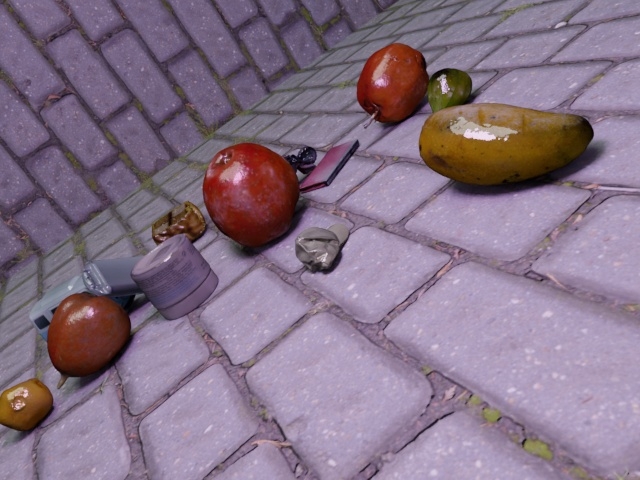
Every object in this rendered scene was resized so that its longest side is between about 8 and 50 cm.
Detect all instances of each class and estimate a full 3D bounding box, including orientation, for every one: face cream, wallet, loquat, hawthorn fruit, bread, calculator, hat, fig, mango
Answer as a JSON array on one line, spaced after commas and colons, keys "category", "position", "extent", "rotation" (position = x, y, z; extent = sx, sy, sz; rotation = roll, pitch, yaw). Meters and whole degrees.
[{"category": "face cream", "position": [-0.376, 0.091, 1.596], "extent": [0.177, 0.153, 0.177], "rotation": [-27, 23, 12]}, {"category": "wallet", "position": [0.025, -0.225, 1.864], "extent": [0.119, 0.025, 0.232], "rotation": [-12, 31, 40]}, {"category": "loquat", "position": [-0.713, 0.395, 1.490], "extent": [0.137, 0.113, 0.137], "rotation": [-50, 9, 10]}, {"category": "hawthorn fruit", "position": [-0.595, 0.252, 1.543], "extent": [0.199, 0.199, 0.251], "rotation": [-11, 45, 42]}, {"category": "bread", "position": [-0.475, -0.046, 2.074], "extent": [0.181, 0.096, 0.222], "rotation": [-36, 21, -6]}, {"category": "hawthorn fruit", "position": [-0.179, -0.122, 1.647], "extent": [0.284, 0.284, 0.284], "rotation": [-28, 23, 13]}, {"category": "calculator", "position": [-0.548, 0.101, 1.756], "extent": [0.246, 0.045, 0.141], "rotation": [-7, 40, -43]}, {"category": "hawthorn fruit", "position": [0.205, -0.449, 1.869], "extent": [0.211, 0.211, 0.299], "rotation": [-4, 50, 50]}, {"category": "hat", "position": [0.005, 0.002, 1.383], "extent": [0.122, 0.081, 0.166], "rotation": [-10, 22, 39]}, {"category": "fig", "position": [0.350, -0.391, 1.694], "extent": [0.123, 0.123, 0.156], "rotation": [-3, 76, 51]}, {"category": "mango", "position": [0.347, -0.184, 1.205], "extent": [0.329, 0.175, 0.177], "rotation": [21, 78, 41]}]

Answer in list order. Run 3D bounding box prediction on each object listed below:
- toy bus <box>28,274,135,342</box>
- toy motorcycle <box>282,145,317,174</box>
[{"category": "toy bus", "position": [-0.696, 0.191, 1.799], "extent": [0.271, 0.165, 0.133], "rotation": [-28, 23, 13]}, {"category": "toy motorcycle", "position": [-0.095, -0.204, 1.896], "extent": [0.213, 0.122, 0.082], "rotation": [-28, 43, -22]}]
